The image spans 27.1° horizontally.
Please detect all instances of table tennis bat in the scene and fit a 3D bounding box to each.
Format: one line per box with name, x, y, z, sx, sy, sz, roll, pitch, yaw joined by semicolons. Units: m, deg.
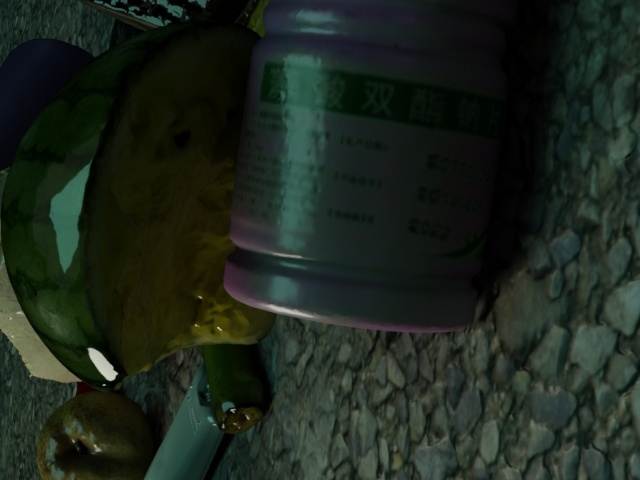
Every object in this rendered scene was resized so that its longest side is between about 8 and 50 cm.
table tennis bat;-0.302;-0.337;2.111;0.150;0.027;0.236;-108;31;-42

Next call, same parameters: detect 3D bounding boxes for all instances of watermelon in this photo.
watermelon;-0.160;-0.031;1.121;0.189;0.331;0.331;3;87;22

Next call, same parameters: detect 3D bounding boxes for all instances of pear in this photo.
pear;-0.305;0.286;1.805;0.167;0.136;0.167;-8;70;23

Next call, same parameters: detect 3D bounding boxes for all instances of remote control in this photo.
remote control;-0.180;0.280;1.664;0.103;0.051;0.293;-108;35;-43

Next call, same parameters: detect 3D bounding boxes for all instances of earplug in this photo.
earplug;-0.476;-0.091;1.969;0.215;0.215;0.456;-55;6;47

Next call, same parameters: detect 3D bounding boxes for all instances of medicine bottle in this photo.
medicine bottle;0.044;-0.101;1.072;0.212;0.212;0.326;-162;80;-65

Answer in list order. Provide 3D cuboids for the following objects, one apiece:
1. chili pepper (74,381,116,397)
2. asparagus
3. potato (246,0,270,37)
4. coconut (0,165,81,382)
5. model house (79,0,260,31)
chili pepper;-0.322;0.318;1.949;0.137;0.091;0.369;99;171;-57
asparagus;-0.115;0.104;1.556;0.067;0.060;0.278;94;165;-48
potato;-0.009;-0.165;1.278;0.173;0.140;0.300;-104;31;-55
coconut;-0.310;0.029;1.730;0.309;0.297;0.298;-125;47;-60
model house;-0.096;-0.348;1.488;0.283;0.297;0.317;-69;-15;4
